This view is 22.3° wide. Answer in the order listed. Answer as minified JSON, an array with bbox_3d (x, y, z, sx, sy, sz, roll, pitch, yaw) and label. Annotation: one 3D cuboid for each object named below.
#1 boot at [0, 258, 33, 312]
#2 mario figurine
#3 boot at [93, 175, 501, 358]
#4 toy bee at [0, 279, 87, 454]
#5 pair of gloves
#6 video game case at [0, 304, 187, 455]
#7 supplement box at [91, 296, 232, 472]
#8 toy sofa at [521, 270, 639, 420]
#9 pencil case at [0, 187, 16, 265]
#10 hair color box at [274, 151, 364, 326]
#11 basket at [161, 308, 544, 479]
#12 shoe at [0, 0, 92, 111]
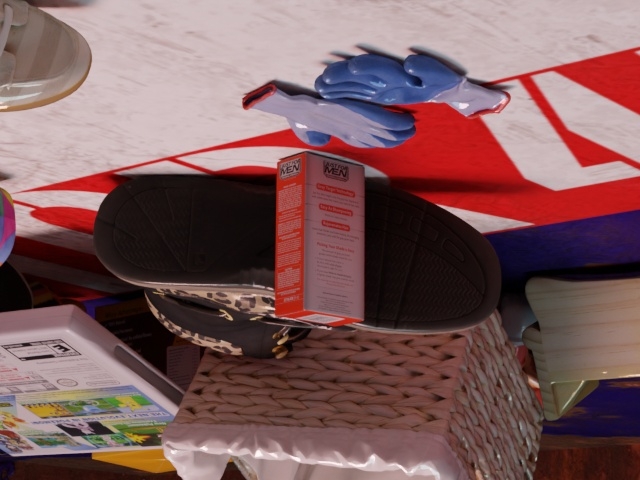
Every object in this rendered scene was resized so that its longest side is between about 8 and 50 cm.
[{"bbox_3d":[-0.452,0.051,1.805,0.176,0.088,0.244,-7,156,31],"label":"boot"},{"bbox_3d":[0.190,0.118,2.045,0.198,0.170,0.320,37,-179,40],"label":"mario figurine"},{"bbox_3d":[-0.022,0.040,1.601,0.377,0.138,0.284,5,165,1],"label":"boot"},{"bbox_3d":[-0.404,0.128,2.014,0.195,0.162,0.298,-6,145,-51],"label":"toy bee"},{"bbox_3d":[0.037,-0.103,1.250,0.159,0.023,0.198,11,162,-36],"label":"pair of gloves"},{"bbox_3d":[-0.319,0.166,1.840,0.329,0.036,0.300,-7,146,31],"label":"video game case"},{"bbox_3d":[-0.169,0.173,2.003,0.191,0.194,0.129,-12,159,30],"label":"supplement box"},{"bbox_3d":[0.423,0.095,1.849,0.362,0.177,0.150,-8,-172,32],"label":"toy sofa"},{"bbox_3d":[-0.369,-0.028,1.429,0.104,0.104,0.236,-6,162,26],"label":"pencil case"},{"bbox_3d":[0.000,0.000,1.425,0.072,0.141,0.043,12,163,-39],"label":"hair color box"},{"bbox_3d":[0.056,0.219,1.818,0.331,0.266,0.328,1,142,26],"label":"basket"},{"bbox_3d":[-0.255,-0.130,1.043,0.219,0.076,0.058,7,170,-15],"label":"shoe"}]
